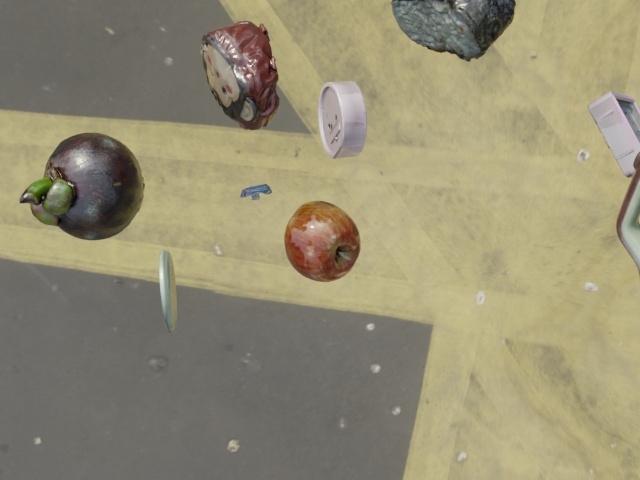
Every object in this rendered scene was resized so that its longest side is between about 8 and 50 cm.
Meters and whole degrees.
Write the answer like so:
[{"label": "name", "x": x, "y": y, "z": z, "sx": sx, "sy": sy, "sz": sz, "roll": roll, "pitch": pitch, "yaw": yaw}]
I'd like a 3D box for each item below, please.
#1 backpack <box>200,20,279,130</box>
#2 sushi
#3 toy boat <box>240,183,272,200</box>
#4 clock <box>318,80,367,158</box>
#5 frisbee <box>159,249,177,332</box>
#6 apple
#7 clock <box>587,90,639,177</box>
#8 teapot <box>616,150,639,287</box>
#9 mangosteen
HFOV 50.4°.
[{"label": "backpack", "x": -0.158, "y": -0.334, "z": 1.427, "sx": 0.138, "sy": 0.229, "sz": 0.229, "roll": -25, "pitch": 80, "yaw": -18}, {"label": "sushi", "x": 0.226, "y": -0.395, "z": 1.150, "sx": 0.127, "sy": 0.124, "sz": 0.225, "roll": -43, "pitch": 37, "yaw": -6}, {"label": "toy boat", "x": -0.162, "y": -0.118, "z": 1.704, "sx": 0.083, "sy": 0.038, "sz": 0.038, "roll": -9, "pitch": 85, "yaw": 6}, {"label": "clock", "x": 0.055, "y": -0.315, "z": 1.776, "sx": 0.068, "sy": 0.197, "sz": 0.197, "roll": -8, "pitch": 84, "yaw": -17}, {"label": "frisbee", "x": -0.202, "y": 0.068, "z": 0.909, "sx": 0.014, "sy": 0.110, "sz": 0.110, "roll": -5, "pitch": 86, "yaw": -9}, {"label": "apple", "x": 0.000, "y": 0.000, "z": 1.268, "sx": 0.131, "sy": 0.146, "sz": 0.146, "roll": 30, "pitch": 96, "yaw": 35}, {"label": "clock", "x": 0.716, "y": -0.244, "z": 1.579, "sx": 0.063, "sy": 0.150, "sz": 0.197, "roll": -35, "pitch": 69, "yaw": 40}, {"label": "teapot", "x": 0.607, "y": -0.007, "z": 1.017, "sx": 0.314, "sy": 0.233, "sz": 0.312, "roll": 20, "pitch": 129, "yaw": 35}, {"label": "mangosteen", "x": -0.675, "y": -0.155, "z": 1.917, "sx": 0.306, "sy": 0.359, "sz": 0.306, "roll": -3, "pitch": 86, "yaw": 50}]
